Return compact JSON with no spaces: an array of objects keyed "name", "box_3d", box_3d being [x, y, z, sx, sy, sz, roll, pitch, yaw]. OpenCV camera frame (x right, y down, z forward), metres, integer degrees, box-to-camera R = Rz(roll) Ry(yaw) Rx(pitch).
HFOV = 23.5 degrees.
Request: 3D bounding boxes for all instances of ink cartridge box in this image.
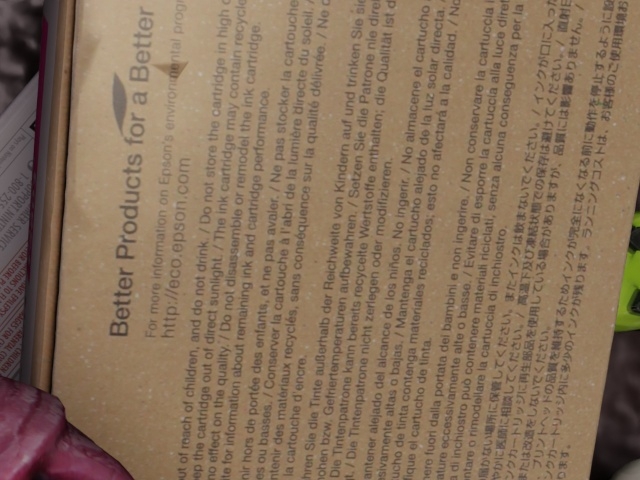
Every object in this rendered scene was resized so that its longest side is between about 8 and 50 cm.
[{"name":"ink cartridge box","box_3d":[0.000,0.000,0.516,0.193,0.088,0.235,3,105,-15]}]

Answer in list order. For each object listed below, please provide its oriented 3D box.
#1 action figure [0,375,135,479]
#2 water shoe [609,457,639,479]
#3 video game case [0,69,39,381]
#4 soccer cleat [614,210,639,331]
[{"name":"action figure","box_3d":[-0.029,0.140,0.388,0.276,0.248,0.370,-44,110,-26]},{"name":"water shoe","box_3d":[0.194,0.153,0.640,0.203,0.073,0.080,50,53,-11]},{"name":"video game case","box_3d":[-0.069,0.042,0.586,0.193,0.023,0.212,40,76,-10]},{"name":"soccer cleat","box_3d":[0.151,0.012,0.635,0.179,0.072,0.060,1,84,-37]}]
